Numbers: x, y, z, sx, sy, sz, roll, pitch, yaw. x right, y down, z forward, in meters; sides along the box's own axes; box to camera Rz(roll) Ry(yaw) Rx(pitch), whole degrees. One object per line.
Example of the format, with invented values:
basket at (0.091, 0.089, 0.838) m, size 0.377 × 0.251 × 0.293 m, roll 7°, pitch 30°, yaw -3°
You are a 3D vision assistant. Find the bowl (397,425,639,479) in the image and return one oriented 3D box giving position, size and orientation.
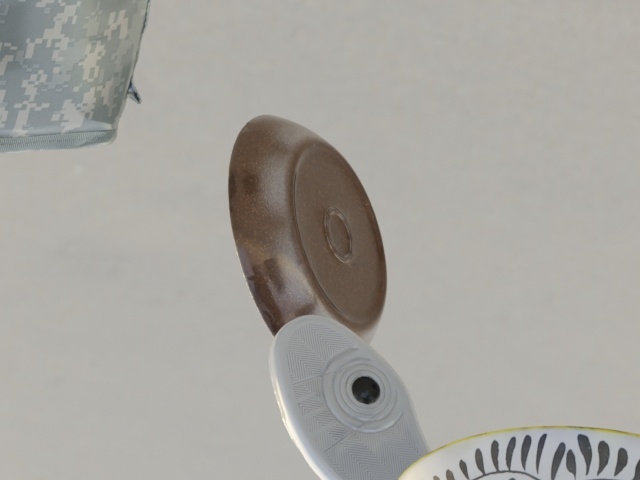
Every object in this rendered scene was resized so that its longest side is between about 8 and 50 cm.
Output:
bowl at (0.105, 0.153, 0.796) m, size 0.170 × 0.080 × 0.170 m, roll 8°, pitch 143°, yaw 6°

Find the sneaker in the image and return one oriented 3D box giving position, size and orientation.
sneaker at (0.027, 0.154, 1.206) m, size 0.217 × 0.079 × 0.121 m, roll 53°, pitch 153°, yaw 7°

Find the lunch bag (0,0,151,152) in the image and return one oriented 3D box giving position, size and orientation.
lunch bag at (-0.235, -0.183, 1.255) m, size 0.287 × 0.235 × 0.169 m, roll 2°, pitch -153°, yaw -29°

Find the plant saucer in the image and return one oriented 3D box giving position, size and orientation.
plant saucer at (0.000, 0.000, 1.416) m, size 0.036 × 0.198 × 0.198 m, roll -17°, pitch 147°, yaw 26°
